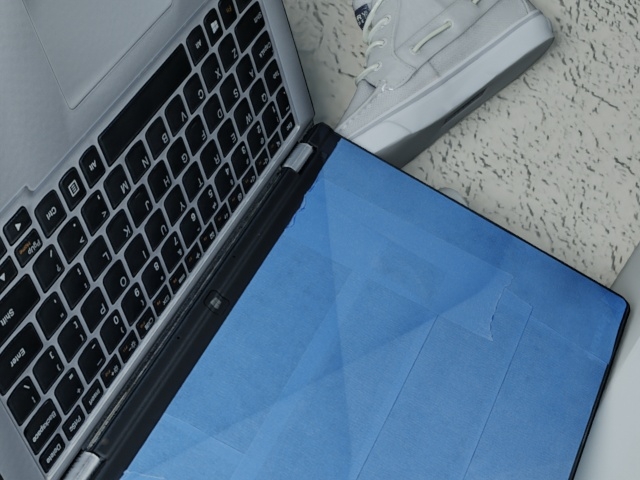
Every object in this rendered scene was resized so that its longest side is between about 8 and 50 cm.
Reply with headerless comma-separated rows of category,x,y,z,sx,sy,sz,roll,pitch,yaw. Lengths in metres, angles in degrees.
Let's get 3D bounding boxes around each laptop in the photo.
laptop,0.000,0.000,0.697,0.236,0.408,0.382,4,41,26

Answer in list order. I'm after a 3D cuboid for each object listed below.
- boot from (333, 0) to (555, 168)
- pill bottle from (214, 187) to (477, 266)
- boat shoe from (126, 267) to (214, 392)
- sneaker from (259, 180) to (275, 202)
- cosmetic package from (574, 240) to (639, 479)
boot,0.058,-0.137,0.983,0.258,0.095,0.123,-36,80,-22
pill bottle,0.013,0.031,0.919,0.208,0.117,0.117,-18,83,-13
boat shoe,-0.184,-0.022,0.879,0.123,0.123,0.342,-43,77,-9
sneaker,-0.116,-0.146,0.950,0.121,0.111,0.300,-33,85,3
cosmetic package,0.259,0.168,0.916,0.197,0.155,0.365,38,74,-2
